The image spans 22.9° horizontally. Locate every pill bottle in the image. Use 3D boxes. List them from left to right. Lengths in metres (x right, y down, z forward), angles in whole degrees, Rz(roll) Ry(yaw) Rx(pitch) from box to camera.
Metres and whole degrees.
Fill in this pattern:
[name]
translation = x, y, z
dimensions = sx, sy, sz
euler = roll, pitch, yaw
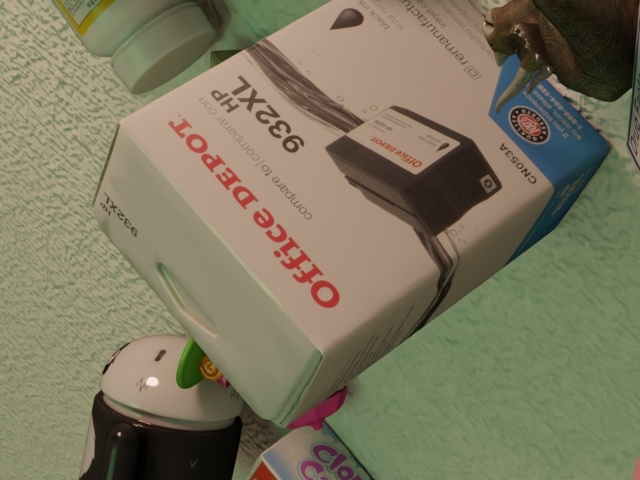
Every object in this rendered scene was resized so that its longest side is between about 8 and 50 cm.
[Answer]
[pill bottle]
translation = -0.196, -0.246, 1.470
dimensions = 0.208, 0.119, 0.119
euler = 54, 149, 5

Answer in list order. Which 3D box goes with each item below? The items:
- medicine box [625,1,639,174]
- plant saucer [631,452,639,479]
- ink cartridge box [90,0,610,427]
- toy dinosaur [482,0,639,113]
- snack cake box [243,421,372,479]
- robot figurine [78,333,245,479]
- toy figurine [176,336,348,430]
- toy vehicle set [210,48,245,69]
[medicine box]
translation = 0.286, -0.057, 0.809
dimensions = 0.263, 0.149, 0.289
euler = 82, 169, -52
[plant saucer]
translation = 0.367, 0.192, 1.010
dimensions = 0.332, 0.084, 0.332
euler = 5, 102, 22
[ink cartridge box]
translation = 0.023, -0.045, 1.167
dimensions = 0.223, 0.307, 0.129
euler = 48, 148, 13
[toy dinosaur]
translation = 0.173, -0.152, 0.991
dimensions = 0.313, 0.121, 0.160
euler = -107, 1, -76
[snack cake box]
translation = 0.028, 0.338, 1.722
dimensions = 0.264, 0.089, 0.152
euler = 49, 150, 12
[robot figurine]
translation = -0.184, 0.243, 1.778
dimensions = 0.209, 0.173, 0.278
euler = -146, 66, -65
[toy figurine]
translation = -0.041, 0.120, 1.630
dimensions = 0.159, 0.130, 0.173
euler = 31, 118, 15
[toy vehicle set]
translation = -0.067, -0.026, 1.438
dimensions = 0.166, 0.035, 0.267
euler = -131, 40, -63
